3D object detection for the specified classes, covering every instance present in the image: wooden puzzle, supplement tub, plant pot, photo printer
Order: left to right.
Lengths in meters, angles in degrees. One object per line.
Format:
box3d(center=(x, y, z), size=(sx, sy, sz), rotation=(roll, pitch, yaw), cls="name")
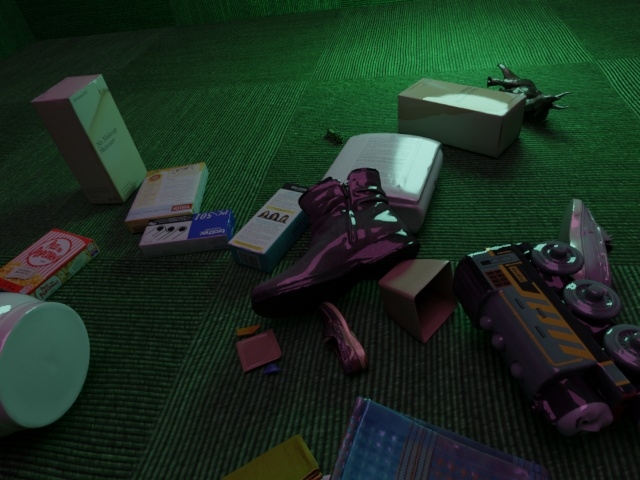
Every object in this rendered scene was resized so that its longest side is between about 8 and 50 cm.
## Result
box3d(center=(-0.580, 0.200, 0.725), size=(0.317, 0.228, 0.228), rotation=(-2, 41, 9), cls="supplement tub")
box3d(center=(-0.110, 0.196, 0.797), size=(0.079, 0.014, 0.116), rotation=(-18, 41, -3), cls="wooden puzzle")
box3d(center=(0.152, -0.157, 1.076), size=(0.256, 0.107, 0.307), rotation=(9, 43, 20), cls="photo printer")
box3d(center=(0.166, 0.095, 0.792), size=(0.109, 0.108, 0.096), rotation=(-39, 36, -29), cls="plant pot")

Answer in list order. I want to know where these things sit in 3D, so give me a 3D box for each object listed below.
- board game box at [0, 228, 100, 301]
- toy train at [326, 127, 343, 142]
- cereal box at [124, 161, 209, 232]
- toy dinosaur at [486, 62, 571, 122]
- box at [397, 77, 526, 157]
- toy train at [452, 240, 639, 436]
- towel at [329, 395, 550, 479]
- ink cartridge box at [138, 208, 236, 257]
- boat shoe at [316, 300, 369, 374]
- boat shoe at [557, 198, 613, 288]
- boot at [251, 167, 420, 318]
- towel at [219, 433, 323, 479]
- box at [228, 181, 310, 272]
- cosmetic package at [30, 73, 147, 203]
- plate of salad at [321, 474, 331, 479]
box3d(center=(-0.643, 0.059, 1.040), size=(0.147, 0.045, 0.193), rotation=(12, 45, 24), cls="board game box")
box3d(center=(0.042, -0.319, 1.350), size=(0.017, 0.023, 0.083), rotation=(-27, 44, -19), cls="toy train")
box3d(center=(-0.403, -0.119, 1.195), size=(0.173, 0.047, 0.240), rotation=(-8, 41, 3), cls="cereal box")
box3d(center=(0.582, -0.427, 1.318), size=(0.161, 0.120, 0.313), rotation=(4, 36, -2), cls="toy dinosaur")
box3d(center=(0.382, -0.347, 1.237), size=(0.311, 0.121, 0.148), rotation=(25, 51, 34), cls="box")
box3d(center=(0.342, 0.130, 0.672), size=(0.191, 0.142, 0.333), rotation=(-11, 42, -6), cls="toy train")
box3d(center=(0.114, 0.374, 0.471), size=(0.272, 0.040, 0.370), rotation=(20, 46, 8), cls="towel")
box3d(center=(-0.312, -0.017, 1.059), size=(0.207, 0.046, 0.097), rotation=(-7, 42, 4), cls="ink cartridge box")
box3d(center=(0.027, 0.165, 0.770), size=(0.049, 0.056, 0.152), rotation=(-21, 41, -19), cls="boat shoe")
box3d(center=(0.502, 0.013, 0.840), size=(0.081, 0.079, 0.227), rotation=(13, 50, 12), cls="boat shoe")
box3d(center=(0.000, 0.000, 0.869), size=(0.339, 0.118, 0.222), rotation=(-21, 60, -12), cls="boot")
box3d(center=(-0.118, 0.343, 0.593), size=(0.237, 0.021, 0.102), rotation=(-25, 18, -16), cls="towel")
box3d(center=(-0.096, -0.037, 1.025), size=(0.101, 0.060, 0.244), rotation=(15, 47, 27), cls="box")
box3d(center=(-0.607, -0.267, 1.206), size=(0.113, 0.309, 0.160), rotation=(0, 42, 12), cls="cosmetic package")
box3d(center=(0.024, 0.378, 0.531), size=(0.200, 0.048, 0.199), rotation=(-6, 40, 5), cls="plate of salad")
